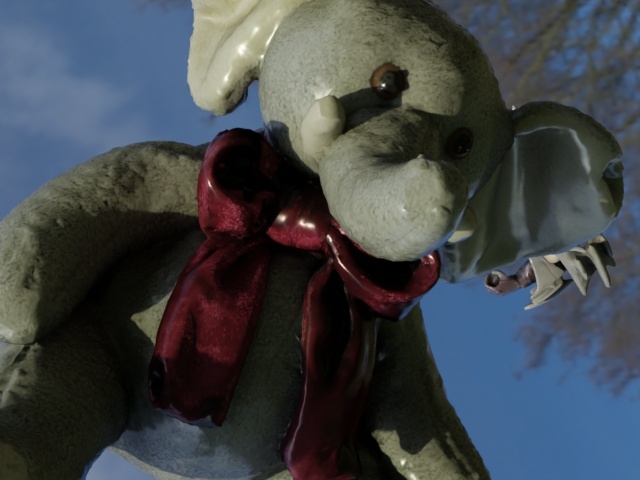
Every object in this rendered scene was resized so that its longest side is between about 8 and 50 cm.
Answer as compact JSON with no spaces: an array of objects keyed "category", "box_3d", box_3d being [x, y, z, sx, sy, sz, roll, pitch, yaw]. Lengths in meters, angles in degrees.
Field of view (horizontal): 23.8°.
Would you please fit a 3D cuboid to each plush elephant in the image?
[{"category":"plush elephant","box_3d":[0.000,0.000,0.695,0.272,0.255,0.330,27,-151,-16]}]

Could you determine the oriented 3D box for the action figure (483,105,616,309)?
[{"category":"action figure","box_3d":[0.126,-0.038,1.183,0.185,0.099,0.285,66,167,-24]}]
